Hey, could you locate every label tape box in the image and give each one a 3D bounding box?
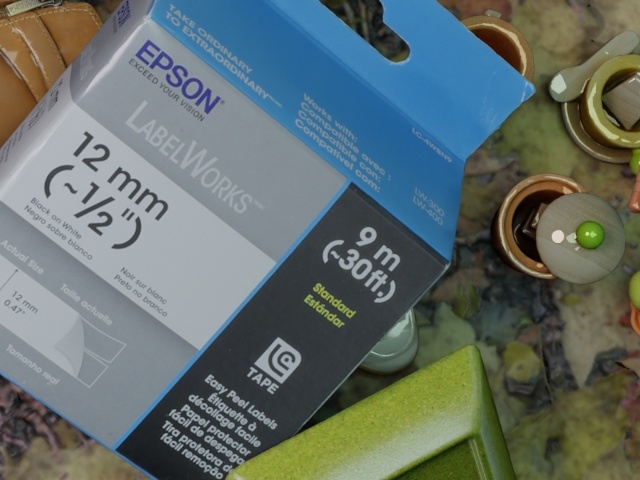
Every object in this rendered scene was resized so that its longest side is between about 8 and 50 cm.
[{"bbox_3d":[-0.055,-0.030,0.967,0.249,0.115,0.348,39,102,-18],"label":"label tape box"}]

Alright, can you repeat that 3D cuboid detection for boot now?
[{"bbox_3d":[-0.282,-0.173,1.035,0.220,0.109,0.283,-29,78,-17],"label":"boot"}]

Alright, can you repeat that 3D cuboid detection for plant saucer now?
[{"bbox_3d":[0.052,0.186,1.018,0.188,0.045,0.188,-27,128,-9],"label":"plant saucer"}]

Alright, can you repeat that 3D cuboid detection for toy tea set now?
[{"bbox_3d":[0.165,-0.139,1.077,0.200,0.124,0.336,-19,87,-9],"label":"toy tea set"}]

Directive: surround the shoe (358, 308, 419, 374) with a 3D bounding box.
[{"bbox_3d":[0.000,0.000,1.076,0.076,0.058,0.219,-33,90,-9],"label":"shoe"}]

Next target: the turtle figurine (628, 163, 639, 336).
[{"bbox_3d":[0.308,0.043,1.101,0.217,0.087,0.270,-3,96,-13],"label":"turtle figurine"}]
